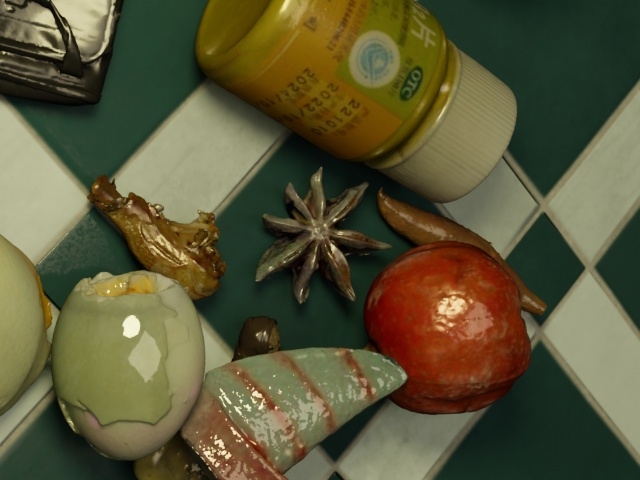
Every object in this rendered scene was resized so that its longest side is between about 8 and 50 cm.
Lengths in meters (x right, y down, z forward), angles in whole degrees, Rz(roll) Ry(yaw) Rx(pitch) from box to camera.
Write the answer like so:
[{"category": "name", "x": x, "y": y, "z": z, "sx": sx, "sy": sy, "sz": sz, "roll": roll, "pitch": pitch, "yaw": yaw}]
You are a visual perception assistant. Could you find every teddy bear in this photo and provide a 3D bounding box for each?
[{"category": "teddy bear", "x": -0.090, "y": 0.172, "z": 1.887, "sx": 0.119, "sy": 0.078, "sz": 0.160, "roll": -26, "pitch": 122, "yaw": -69}]

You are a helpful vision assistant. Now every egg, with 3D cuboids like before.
[{"category": "egg", "x": -0.225, "y": 0.152, "z": 1.743, "sx": 0.183, "sy": 0.183, "sz": 0.217, "roll": -8, "pitch": 107, "yaw": -31}, {"category": "egg", "x": -0.417, "y": 0.100, "z": 1.627, "sx": 0.286, "sy": 0.174, "sz": 0.264, "roll": 45, "pitch": 73, "yaw": -28}]

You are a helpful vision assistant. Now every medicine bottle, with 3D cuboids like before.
[{"category": "medicine bottle", "x": 0.052, "y": -0.214, "z": 1.874, "sx": 0.384, "sy": 0.224, "sz": 0.224, "roll": 31, "pitch": 75, "yaw": -28}]

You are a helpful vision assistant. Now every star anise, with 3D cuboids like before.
[{"category": "star anise", "x": 0.000, "y": 0.000, "z": 1.941, "sx": 0.180, "sy": 0.061, "sz": 0.205, "roll": 35, "pitch": 68, "yaw": -15}]

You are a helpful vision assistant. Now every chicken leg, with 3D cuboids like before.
[{"category": "chicken leg", "x": -0.194, "y": -0.012, "z": 1.813, "sx": 0.101, "sy": 0.085, "sz": 0.207, "roll": -43, "pitch": 109, "yaw": 13}]

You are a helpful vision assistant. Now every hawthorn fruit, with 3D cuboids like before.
[{"category": "hawthorn fruit", "x": 0.134, "y": 0.126, "z": 1.944, "sx": 0.271, "sy": 0.242, "sz": 0.242, "roll": -13, "pitch": 98, "yaw": -16}]

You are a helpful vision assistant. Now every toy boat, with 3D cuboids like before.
[{"category": "toy boat", "x": -0.026, "y": 0.208, "z": 1.814, "sx": 0.282, "sy": 0.096, "sz": 0.206, "roll": -34, "pitch": 87, "yaw": -16}]

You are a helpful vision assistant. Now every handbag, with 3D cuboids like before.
[{"category": "handbag", "x": -0.355, "y": -0.290, "z": 1.710, "sx": 0.275, "sy": 0.088, "sz": 0.244, "roll": 14, "pitch": 88, "yaw": -32}]

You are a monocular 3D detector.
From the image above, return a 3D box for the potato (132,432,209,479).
[{"category": "potato", "x": -0.173, "y": 0.277, "z": 1.839, "sx": 0.138, "sy": 0.070, "sz": 0.092, "roll": 25, "pitch": 85, "yaw": -28}]

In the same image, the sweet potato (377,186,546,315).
[{"category": "sweet potato", "x": 0.194, "y": 0.010, "z": 2.062, "sx": 0.314, "sy": 0.066, "sz": 0.072, "roll": 37, "pitch": 66, "yaw": -24}]
